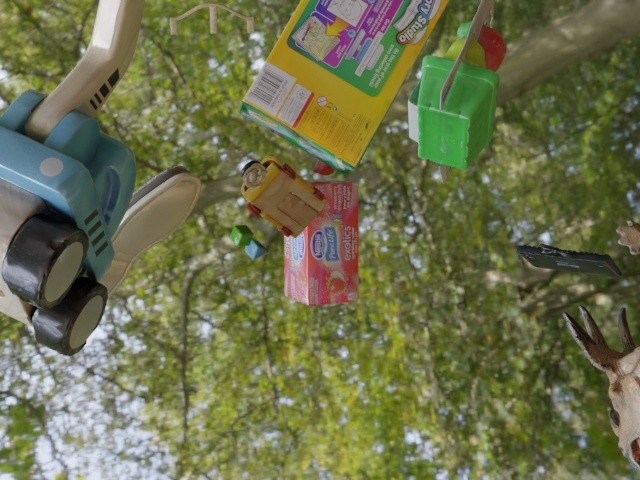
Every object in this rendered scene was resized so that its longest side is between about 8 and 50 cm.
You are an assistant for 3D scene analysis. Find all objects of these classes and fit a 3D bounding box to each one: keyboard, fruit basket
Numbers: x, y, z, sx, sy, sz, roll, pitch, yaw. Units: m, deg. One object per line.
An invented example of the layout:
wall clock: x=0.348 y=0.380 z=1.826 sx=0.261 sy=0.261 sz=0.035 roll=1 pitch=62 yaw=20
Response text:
keyboard: x=0.450 y=0.031 z=1.517 sx=0.108 sy=0.180 sz=0.023 roll=33 pitch=-109 yaw=-44
fruit basket: x=0.295 y=-0.342 z=1.711 sx=0.327 sy=0.165 sz=0.353 roll=75 pitch=-150 yaw=-62

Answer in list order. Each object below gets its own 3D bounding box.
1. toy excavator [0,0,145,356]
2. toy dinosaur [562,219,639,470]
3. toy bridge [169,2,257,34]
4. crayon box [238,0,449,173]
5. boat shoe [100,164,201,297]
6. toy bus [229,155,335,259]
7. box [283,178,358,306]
toy excavator: x=-0.329 y=-0.140 z=1.063 sx=0.433 sy=0.222 sz=0.445 roll=99 pitch=-165 yaw=-60
toy dinosaur: x=0.314 y=0.028 z=0.703 sx=0.127 sy=0.200 sz=0.296 roll=38 pitch=-117 yaw=18
toy bridge: x=-0.231 y=-0.480 z=1.788 sx=0.026 sy=0.188 sz=0.063 roll=-116 pitch=24 yaw=-65
crayon box: x=0.035 y=-0.247 z=1.061 sx=0.165 sy=0.081 sz=0.278 roll=30 pitch=-95 yaw=-8
boat shoe: x=-0.343 y=-0.024 z=1.473 sx=0.117 sy=0.324 sz=0.096 roll=22 pitch=-152 yaw=-51
toy bus: x=-0.081 y=-0.088 z=1.403 sx=0.191 sy=0.104 sz=0.202 roll=-19 pitch=-43 yaw=-32
box: x=0.000 y=0.000 z=1.744 sx=0.123 sy=0.128 sz=0.256 roll=-4 pitch=-81 yaw=-26
